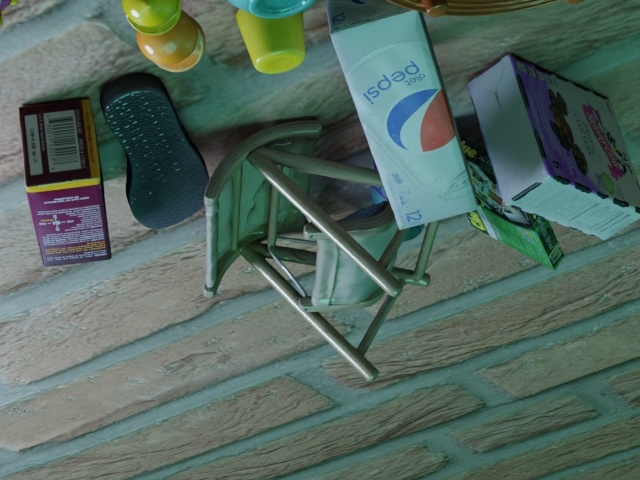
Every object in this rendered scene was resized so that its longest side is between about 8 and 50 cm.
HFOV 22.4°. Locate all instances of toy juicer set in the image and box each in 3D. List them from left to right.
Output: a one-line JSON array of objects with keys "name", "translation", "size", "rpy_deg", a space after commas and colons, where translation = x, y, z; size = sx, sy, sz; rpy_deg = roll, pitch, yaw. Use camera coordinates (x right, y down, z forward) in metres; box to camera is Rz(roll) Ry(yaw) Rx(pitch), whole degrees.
[{"name": "toy juicer set", "translation": [-0.077, -0.257, 1.484], "size": [0.209, 0.089, 0.329], "rpy_deg": [-5, 161, -20]}]

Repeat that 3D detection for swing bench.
[{"name": "swing bench", "translation": [0.000, 0.000, 1.904], "size": [0.255, 0.165, 0.253], "rpy_deg": [27, 154, 9]}]

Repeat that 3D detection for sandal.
[{"name": "sandal", "translation": [-0.182, -0.104, 1.802], "size": [0.097, 0.054, 0.254], "rpy_deg": [-16, 144, -6]}]

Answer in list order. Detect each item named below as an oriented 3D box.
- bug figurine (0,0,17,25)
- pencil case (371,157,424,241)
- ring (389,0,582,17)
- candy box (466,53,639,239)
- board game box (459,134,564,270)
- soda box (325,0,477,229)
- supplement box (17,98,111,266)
[{"name": "bug figurine", "translation": [-0.334, -0.246, 1.377], "size": [0.279, 0.072, 0.216], "rpy_deg": [12, 157, -22]}, {"name": "pencil case", "translation": [0.097, -0.060, 1.962], "size": [0.070, 0.064, 0.151], "rpy_deg": [-26, 154, -12]}, {"name": "ring", "translation": [0.191, -0.279, 1.407], "size": [0.336, 0.032, 0.336], "rpy_deg": [-10, 158, -4]}, {"name": "candy box", "translation": [0.271, -0.104, 1.832], "size": [0.196, 0.165, 0.070], "rpy_deg": [16, 140, -44]}, {"name": "board game box", "translation": [0.216, -0.050, 1.973], "size": [0.136, 0.030, 0.259], "rpy_deg": [28, 168, 27]}, {"name": "soda box", "translation": [0.085, -0.147, 1.665], "size": [0.091, 0.098, 0.286], "rpy_deg": [-15, 134, 7]}, {"name": "supplement box", "translation": [-0.280, -0.060, 1.777], "size": [0.081, 0.104, 0.188], "rpy_deg": [-7, 153, -7]}]
